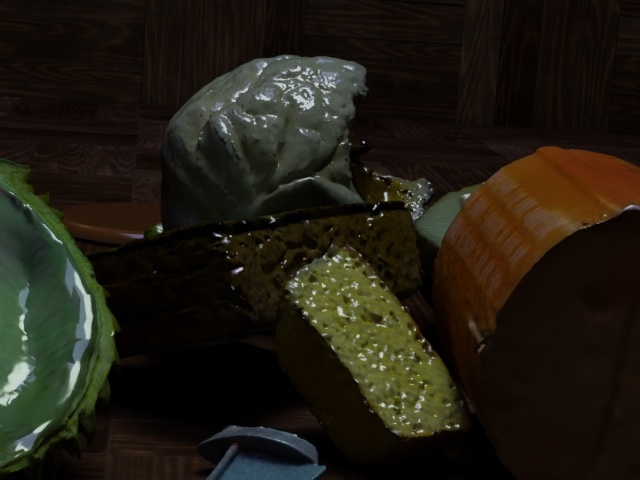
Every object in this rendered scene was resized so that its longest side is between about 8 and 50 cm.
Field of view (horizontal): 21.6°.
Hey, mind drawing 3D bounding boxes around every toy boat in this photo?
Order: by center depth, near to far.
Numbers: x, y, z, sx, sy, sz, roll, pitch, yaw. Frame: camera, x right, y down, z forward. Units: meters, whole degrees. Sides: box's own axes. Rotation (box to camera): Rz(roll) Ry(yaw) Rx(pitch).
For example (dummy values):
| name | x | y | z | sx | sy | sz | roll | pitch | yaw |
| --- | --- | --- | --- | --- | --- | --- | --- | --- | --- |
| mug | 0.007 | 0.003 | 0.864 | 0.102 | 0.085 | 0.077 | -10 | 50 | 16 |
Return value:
| name | x | y | z | sx | sy | sz | roll | pitch | yaw |
| --- | --- | --- | --- | --- | --- | --- | --- | --- | --- |
| toy boat | -0.052 | 0.166 | 1.139 | 0.096 | 0.034 | 0.122 | 7 | 19 | 13 |

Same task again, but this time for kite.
| name | x | y | z | sx | sy | sz | roll | pitch | yaw |
| --- | --- | --- | --- | --- | --- | --- | --- | --- | --- |
| kite | -0.101 | 0.108 | 1.477 | 0.090 | 0.004 | 0.122 | 0 | 8 | -28 |

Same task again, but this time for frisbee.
| name | x | y | z | sx | sy | sz | roll | pitch | yaw |
| --- | --- | --- | --- | --- | --- | --- | --- | --- | --- |
| frisbee | -0.212 | -0.021 | 2.094 | 0.251 | 0.021 | 0.251 | 3 | 10 | 0 |

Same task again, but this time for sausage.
| name | x | y | z | sx | sy | sz | roll | pitch | yaw |
| --- | --- | --- | --- | --- | --- | --- | --- | --- | --- |
| sausage | 0.210 | 0.062 | 1.251 | 0.233 | 0.233 | 0.287 | 3 | 12 | -4 |

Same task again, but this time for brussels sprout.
| name | x | y | z | sx | sy | sz | roll | pitch | yaw |
| --- | --- | --- | --- | --- | --- | --- | --- | --- | --- |
| brussels sprout | -0.177 | -0.002 | 1.921 | 0.051 | 0.046 | 0.083 | -36 | 7 | 7 |

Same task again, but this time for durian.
| name | x | y | z | sx | sy | sz | roll | pitch | yaw |
| --- | --- | --- | --- | --- | --- | --- | --- | --- | --- |
| durian | -0.244 | 0.069 | 1.095 | 0.163 | 0.198 | 0.394 | 2 | 21 | 20 |

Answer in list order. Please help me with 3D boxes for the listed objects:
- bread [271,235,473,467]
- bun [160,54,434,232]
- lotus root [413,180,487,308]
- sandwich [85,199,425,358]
| name | x | y | z | sx | sy | sz | roll | pitch | yaw |
| --- | --- | --- | --- | --- | --- | --- | --- | --- | --- |
| bread | 0.031 | 0.089 | 1.252 | 0.103 | 0.065 | 0.187 | -21 | 68 | -42 |
| bun | -0.040 | -0.037 | 1.652 | 0.281 | 0.281 | 0.205 | 4 | 30 | 0 |
| lotus root | 0.202 | 0.036 | 1.607 | 0.267 | 0.149 | 0.260 | -7 | 17 | -21 |
| sandwich | -0.087 | 0.039 | 1.416 | 0.249 | 0.095 | 0.273 | -13 | -3 | 35 |
